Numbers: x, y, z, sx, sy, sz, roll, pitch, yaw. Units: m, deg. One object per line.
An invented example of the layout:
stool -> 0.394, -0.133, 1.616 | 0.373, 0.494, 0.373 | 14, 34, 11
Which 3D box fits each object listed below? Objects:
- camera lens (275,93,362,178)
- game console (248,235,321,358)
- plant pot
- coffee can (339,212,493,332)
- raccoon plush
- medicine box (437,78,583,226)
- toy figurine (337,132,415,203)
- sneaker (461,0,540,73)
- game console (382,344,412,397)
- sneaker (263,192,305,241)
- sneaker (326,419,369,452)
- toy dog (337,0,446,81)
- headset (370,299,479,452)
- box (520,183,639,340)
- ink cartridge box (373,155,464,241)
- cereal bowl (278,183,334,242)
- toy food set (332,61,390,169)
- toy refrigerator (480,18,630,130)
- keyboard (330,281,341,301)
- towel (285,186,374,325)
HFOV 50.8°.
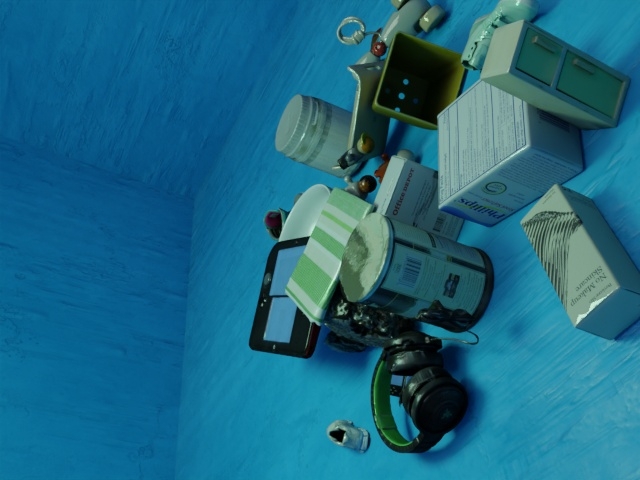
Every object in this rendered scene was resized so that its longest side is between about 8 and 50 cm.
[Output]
camera lens -> 0.014, -0.343, 2.240 | 0.219, 0.274, 0.219 | -47, 33, 44
game console -> -0.087, 0.157, 1.936 | 0.386, 0.060, 0.342 | -10, 61, 61
plant pot -> 0.252, -0.423, 1.876 | 0.187, 0.212, 0.212 | 175, 112, -79
coffee can -> 0.209, 0.073, 1.490 | 0.201, 0.275, 0.201 | -48, 32, 44
raccoon plush -> 0.114, 0.115, 1.792 | 0.446, 0.216, 0.299 | -25, 43, 60
medicine box -> 0.393, -0.215, 1.452 | 0.289, 0.149, 0.263 | -39, 39, 52
toy figurine -> 0.160, -0.173, 1.873 | 0.148, 0.209, 0.213 | -33, 44, 48
sneaker -> 0.432, -0.490, 1.637 | 0.151, 0.094, 0.256 | -69, 13, -8
game console -> 0.195, 0.312, 1.613 | 0.071, 0.107, 0.122 | 84, -162, -74
sneaker -> -0.120, -0.085, 2.473 | 0.124, 0.178, 0.295 | -55, 28, 35
sneaker -> 0.050, 0.506, 1.776 | 0.191, 0.083, 0.071 | -18, 59, 64
toy dog -> 0.236, -0.637, 2.096 | 0.334, 0.161, 0.220 | -25, 86, 23
headset -> 0.199, 0.287, 1.439 | 0.394, 0.185, 0.243 | -60, 34, 34
box -> 0.461, 0.031, 1.186 | 0.113, 0.094, 0.275 | -55, 27, 31
ink cartridge box -> 0.246, -0.099, 1.619 | 0.153, 0.208, 0.087 | -69, 23, 6
cereal bowl -> 0.000, 0.000, 2.118 | 0.339, 0.141, 0.339 | -43, 36, 43
toy food set -> 0.122, -0.373, 2.016 | 0.092, 0.220, 0.306 | 20, 116, 28
toy refrigerator -> 0.441, -0.301, 1.253 | 0.094, 0.269, 0.102 | 12, 84, 67
keyboard -> 0.028, 0.083, 2.199 | 0.201, 0.033, 0.317 | -62, 27, 14
towel -> 0.020, 0.032, 1.719 | 0.325, 0.038, 0.248 | -65, 24, 6
